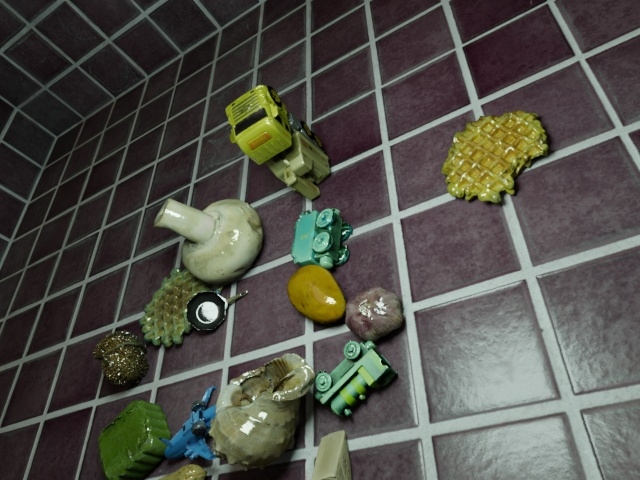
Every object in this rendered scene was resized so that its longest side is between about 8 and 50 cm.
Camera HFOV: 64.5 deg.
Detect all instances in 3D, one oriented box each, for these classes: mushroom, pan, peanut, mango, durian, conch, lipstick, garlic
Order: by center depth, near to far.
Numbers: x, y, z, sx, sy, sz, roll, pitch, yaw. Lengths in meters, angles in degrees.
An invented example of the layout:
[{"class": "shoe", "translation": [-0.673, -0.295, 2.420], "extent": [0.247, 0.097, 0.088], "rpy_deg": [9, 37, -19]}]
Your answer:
[{"class": "conch", "translation": [-0.143, 0.433, 1.297], "extent": [0.324, 0.186, 0.263], "rpy_deg": [-30, 38, -4]}, {"class": "garlic", "translation": [0.134, 0.187, 1.315], "extent": [0.159, 0.102, 0.147], "rpy_deg": [-4, 56, 35]}, {"class": "peanut", "translation": [-0.393, 0.670, 1.380], "extent": [0.194, 0.093, 0.083], "rpy_deg": [-40, 16, 11]}, {"class": "mango", "translation": [-0.008, 0.152, 1.441], "extent": [0.227, 0.109, 0.147], "rpy_deg": [26, 89, 45]}, {"class": "pan", "translation": [-0.340, 0.234, 1.688], "extent": [0.201, 0.048, 0.129], "rpy_deg": [-1, 76, -3]}, {"class": "durian", "translation": [-0.687, 0.403, 1.732], "extent": [0.167, 0.196, 0.196], "rpy_deg": [-54, 42, 8]}, {"class": "mushroom", "translation": [-0.373, 0.001, 1.747], "extent": [0.355, 0.315, 0.315], "rpy_deg": [-1, 52, -3]}, {"class": "lipstick", "translation": [-0.369, 0.200, 1.747], "extent": [0.037, 0.037, 0.116], "rpy_deg": [8, 62, 41]}]

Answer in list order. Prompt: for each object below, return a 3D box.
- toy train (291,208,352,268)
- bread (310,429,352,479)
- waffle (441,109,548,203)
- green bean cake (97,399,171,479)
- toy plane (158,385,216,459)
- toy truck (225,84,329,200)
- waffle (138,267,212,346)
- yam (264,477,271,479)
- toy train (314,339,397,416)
[{"class": "toy train", "translation": [0.000, 0.000, 1.555], "extent": [0.162, 0.112, 0.204], "rpy_deg": [-18, 49, 35]}, {"class": "bread", "translation": [0.039, 0.541, 1.188], "extent": [0.077, 0.105, 0.152], "rpy_deg": [-24, 16, 23]}, {"class": "waffle", "translation": [0.476, -0.233, 1.390], "extent": [0.281, 0.058, 0.301], "rpy_deg": [14, 70, 44]}, {"class": "green bean cake", "translation": [-0.564, 0.613, 1.537], "extent": [0.214, 0.113, 0.200], "rpy_deg": [-45, 43, 1]}, {"class": "toy plane", "translation": [-0.348, 0.534, 1.440], "extent": [0.271, 0.105, 0.254], "rpy_deg": [-35, 30, 7]}, {"class": "toy truck", "translation": [-0.123, -0.304, 1.665], "extent": [0.180, 0.405, 0.254], "rpy_deg": [-30, 56, 17]}, {"class": "waffle", "translation": [-0.522, 0.233, 1.824], "extent": [0.291, 0.056, 0.310], "rpy_deg": [5, 62, 40]}, {"class": "yam", "translation": [-0.210, 0.732, 1.226], "extent": [0.327, 0.045, 0.045], "rpy_deg": [-56, 21, -9]}, {"class": "toy train", "translation": [0.078, 0.345, 1.259], "extent": [0.200, 0.083, 0.132], "rpy_deg": [-47, 49, 4]}]
